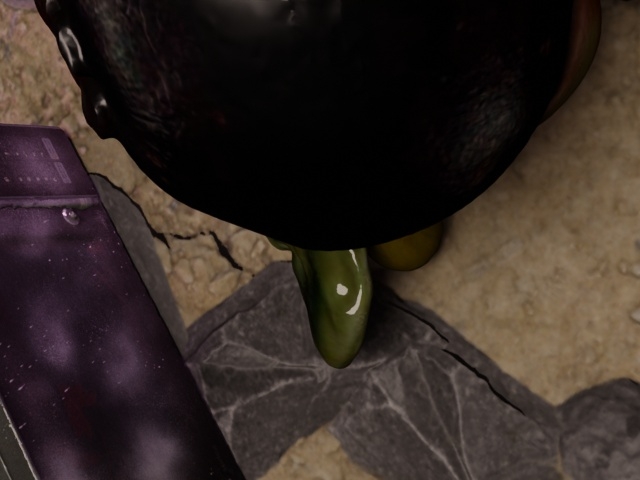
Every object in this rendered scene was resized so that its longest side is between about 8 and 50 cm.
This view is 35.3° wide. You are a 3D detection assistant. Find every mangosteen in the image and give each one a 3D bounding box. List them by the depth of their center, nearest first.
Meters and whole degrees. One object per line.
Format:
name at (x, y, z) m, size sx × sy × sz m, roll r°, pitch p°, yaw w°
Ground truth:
mangosteen at (0.032, -0.201, 0.663) m, size 0.435 × 0.382 × 0.382 m, roll -24°, pitch 78°, yaw -9°

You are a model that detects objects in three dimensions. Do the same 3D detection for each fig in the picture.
fig at (0.063, -0.013, 0.826) m, size 0.074 × 0.088 × 0.074 m, roll -4°, pitch 78°, yaw 20°

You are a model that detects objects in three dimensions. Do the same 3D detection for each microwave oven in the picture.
microwave oven at (-0.341, 0.150, 0.981) m, size 0.374 × 0.236 × 0.432 m, roll -36°, pitch 75°, yaw 26°

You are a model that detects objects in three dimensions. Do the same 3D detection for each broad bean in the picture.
broad bean at (-0.003, 0.001, 0.849) m, size 0.072 × 0.153 × 0.207 m, roll -22°, pitch 73°, yaw -16°
